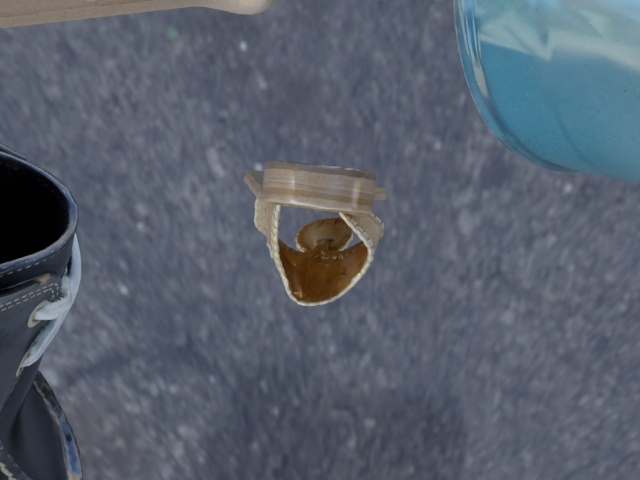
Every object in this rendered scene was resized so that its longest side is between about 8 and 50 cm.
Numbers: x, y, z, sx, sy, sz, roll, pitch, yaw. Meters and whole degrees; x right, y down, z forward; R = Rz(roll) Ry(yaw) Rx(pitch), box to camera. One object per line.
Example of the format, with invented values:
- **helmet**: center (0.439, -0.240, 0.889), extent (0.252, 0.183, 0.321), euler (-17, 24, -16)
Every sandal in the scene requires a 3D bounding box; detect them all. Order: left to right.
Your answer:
- **sandal**: center (-0.007, -0.001, 1.108), extent (0.088, 0.240, 0.079), euler (7, 90, 0)

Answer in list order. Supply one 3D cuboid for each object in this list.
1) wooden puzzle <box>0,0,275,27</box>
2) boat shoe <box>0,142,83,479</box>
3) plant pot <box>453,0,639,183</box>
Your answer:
- **wooden puzzle**: center (-0.142, -0.233, 0.968), extent (0.348, 0.322, 0.080), euler (-6, 57, -29)
- **boat shoe**: center (-0.095, 0.017, 0.487), extent (0.079, 0.233, 0.084), euler (-17, 56, 0)
- **plant pot**: center (0.248, -0.130, 0.908), extent (0.255, 0.271, 0.271), euler (22, 75, 39)
